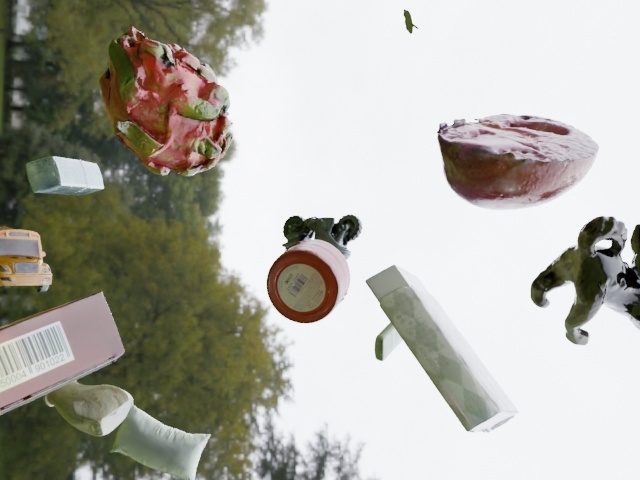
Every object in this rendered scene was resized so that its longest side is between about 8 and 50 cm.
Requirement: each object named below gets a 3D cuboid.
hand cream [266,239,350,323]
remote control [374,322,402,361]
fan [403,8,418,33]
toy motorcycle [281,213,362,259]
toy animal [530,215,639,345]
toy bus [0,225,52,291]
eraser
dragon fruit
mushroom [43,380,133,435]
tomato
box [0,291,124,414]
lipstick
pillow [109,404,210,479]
[{"bbox_3d":[-0.029,0.100,1.826,0.125,0.193,0.193,-43,144,-71],"label":"hand cream"},{"bbox_3d":[0.247,0.306,2.466,0.038,0.233,0.098,16,-57,30],"label":"remote control"},{"bbox_3d":[0.211,-0.508,1.741,0.083,0.004,0.056,-120,-164,-55],"label":"fan"},{"bbox_3d":[0.000,0.000,2.187,0.270,0.106,0.159,-2,-104,33],"label":"toy motorcycle"},{"bbox_3d":[0.676,0.078,1.628,0.194,0.344,0.303,-104,-161,-51],"label":"toy animal"},{"bbox_3d":[-0.468,0.022,1.097,0.194,0.083,0.088,9,-86,46],"label":"toy bus"},{"bbox_3d":[0.266,0.235,1.646,0.082,0.213,0.397,-40,-117,13],"label":"eraser"},{"bbox_3d":[-0.301,-0.267,1.456,0.303,0.237,0.231,55,-13,-9],"label":"dragon fruit"},{"bbox_3d":[-0.500,0.350,1.587,0.246,0.096,0.108,7,-74,38],"label":"mushroom"},{"bbox_3d":[0.407,-0.144,1.562,0.289,0.334,0.176,27,-57,43],"label":"tomato"},{"bbox_3d":[-0.583,0.224,1.254,0.385,0.344,0.122,-17,-86,43],"label":"box"},{"bbox_3d":[-0.583,-0.147,1.716,0.290,0.076,0.078,-77,153,-88],"label":"lipstick"},{"bbox_3d":[-0.439,0.561,2.061,0.078,0.253,0.144,120,-8,-63],"label":"pillow"}]
